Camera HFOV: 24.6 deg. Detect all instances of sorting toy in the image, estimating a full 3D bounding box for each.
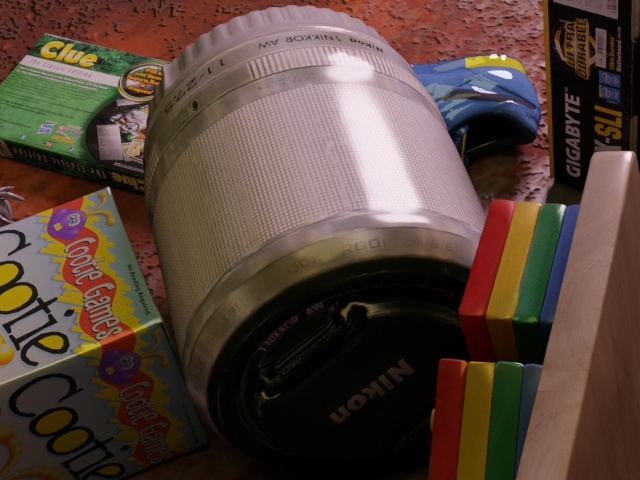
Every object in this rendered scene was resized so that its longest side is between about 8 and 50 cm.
[{"bbox_3d":[0.129,0.127,0.823,0.089,0.257,0.255,2,48,22],"label":"sorting toy"}]

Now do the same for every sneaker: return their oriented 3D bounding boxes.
[{"bbox_3d":[0.070,-0.092,1.166,0.209,0.069,0.082,-8,50,4],"label":"sneaker"}]

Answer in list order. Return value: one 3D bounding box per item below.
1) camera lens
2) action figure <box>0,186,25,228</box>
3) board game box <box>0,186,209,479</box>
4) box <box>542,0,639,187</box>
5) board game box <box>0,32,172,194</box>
[{"bbox_3d":[0.000,0.000,0.991,0.219,0.219,0.274,-16,46,-3],"label":"camera lens"},{"bbox_3d":[-0.376,-0.007,1.164,0.285,0.099,0.185,-9,41,0],"label":"action figure"},{"bbox_3d":[-0.238,0.101,1.000,0.275,0.142,0.144,-21,47,-8],"label":"board game box"},{"bbox_3d":[0.280,-0.224,1.115,0.079,0.257,0.322,22,56,30],"label":"box"},{"bbox_3d":[-0.165,-0.104,1.255,0.260,0.030,0.136,16,55,24],"label":"board game box"}]
